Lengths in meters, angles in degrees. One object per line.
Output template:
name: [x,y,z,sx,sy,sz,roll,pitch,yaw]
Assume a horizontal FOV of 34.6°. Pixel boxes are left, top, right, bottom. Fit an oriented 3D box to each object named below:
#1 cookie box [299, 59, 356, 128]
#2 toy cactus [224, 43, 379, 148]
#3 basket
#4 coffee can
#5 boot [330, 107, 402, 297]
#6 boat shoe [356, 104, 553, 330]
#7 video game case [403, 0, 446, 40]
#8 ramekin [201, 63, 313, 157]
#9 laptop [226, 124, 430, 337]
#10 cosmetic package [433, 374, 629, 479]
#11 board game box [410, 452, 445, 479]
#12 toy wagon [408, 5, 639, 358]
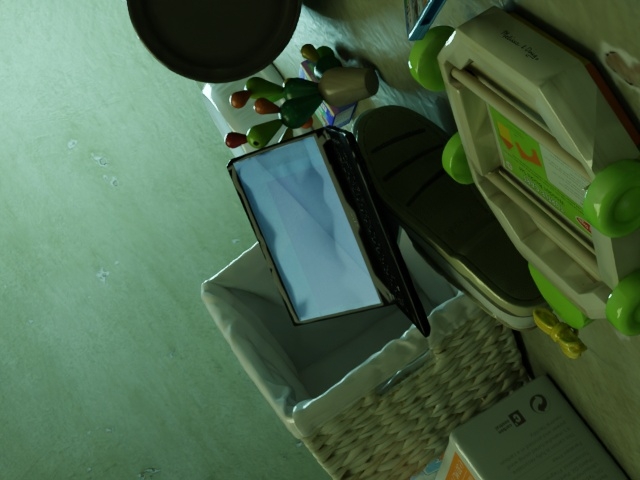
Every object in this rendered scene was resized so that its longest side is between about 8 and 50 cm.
cookie box: [0.008,-0.211,1.477,0.091,0.040,0.107,58,172,6]
toy cactus: [-0.009,-0.179,1.300,0.181,0.219,0.112,-2,117,36]
basket: [0.069,0.134,1.434,0.331,0.328,0.266,48,172,50]
coffee can: [-0.134,-0.300,1.307,0.201,0.202,0.275,59,179,-10]
boot: [0.055,-0.040,1.356,0.176,0.089,0.244,140,138,-84]
boat shoe: [0.138,-0.019,1.129,0.302,0.113,0.103,53,166,26]
video game case: [0.081,-0.233,0.783,0.166,0.015,0.119,133,132,-82]
ramekin: [-0.116,-0.221,1.936,0.272,0.127,0.273,57,173,11]
laptop: [0.000,0.000,1.175,0.264,0.137,0.234,-127,14,-79]
cosmetic package: [0.344,0.426,1.316,0.453,0.162,0.230,54,163,25]
board game box: [0.204,0.276,1.544,0.039,0.212,0.160,-103,-12,-56]
toy wagon: [0.194,-0.033,0.875,0.267,0.068,0.344,51,171,46]
